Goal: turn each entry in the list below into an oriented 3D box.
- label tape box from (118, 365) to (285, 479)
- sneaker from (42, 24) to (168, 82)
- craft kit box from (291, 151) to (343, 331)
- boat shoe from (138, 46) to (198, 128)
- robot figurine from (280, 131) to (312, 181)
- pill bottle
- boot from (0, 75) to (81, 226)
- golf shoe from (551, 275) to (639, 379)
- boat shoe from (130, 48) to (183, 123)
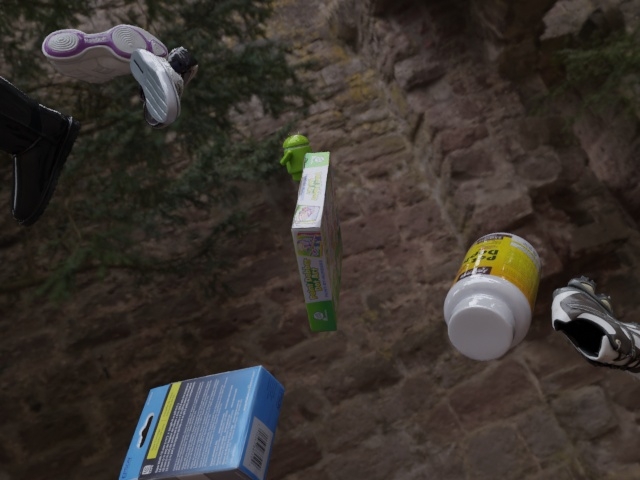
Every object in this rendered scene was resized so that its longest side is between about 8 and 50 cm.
[{"bbox_3d":[-0.271,0.446,1.488,0.348,0.249,0.115,-18,-50,28],"label":"label tape box"},{"bbox_3d":[-0.551,-0.479,1.688,0.305,0.114,0.152,0,-20,-8],"label":"sneaker"},{"bbox_3d":[0.000,0.000,1.232,0.061,0.246,0.249,-1,-51,10],"label":"craft kit box"},{"bbox_3d":[-0.502,-0.437,1.971,0.158,0.127,0.340,-48,1,-42],"label":"boat shoe"},{"bbox_3d":[-0.052,-0.203,1.566,0.067,0.115,0.101,-7,10,34],"label":"robot figurine"},{"bbox_3d":[0.245,0.079,0.921,0.117,0.117,0.215,-38,4,33],"label":"pill bottle"},{"bbox_3d":[-0.600,-0.173,1.233,0.094,0.246,0.207,15,-9,46],"label":"boot"},{"bbox_3d":[0.367,0.136,0.800,0.094,0.198,0.077,-44,-15,-45],"label":"golf shoe"},{"bbox_3d":[-0.303,-0.307,1.262,0.076,0.226,0.083,-2,-44,-35],"label":"boat shoe"}]
